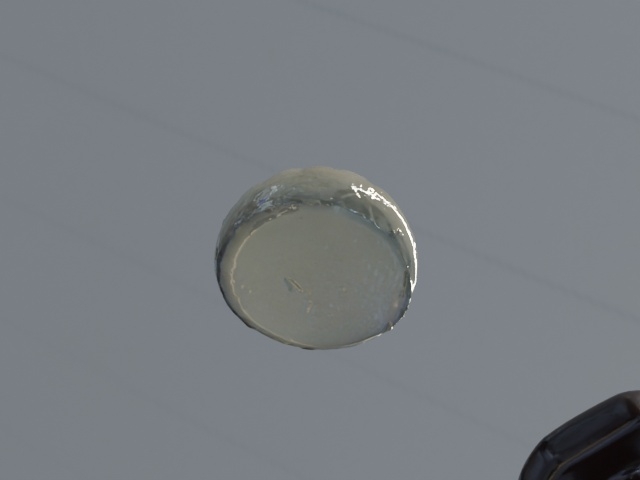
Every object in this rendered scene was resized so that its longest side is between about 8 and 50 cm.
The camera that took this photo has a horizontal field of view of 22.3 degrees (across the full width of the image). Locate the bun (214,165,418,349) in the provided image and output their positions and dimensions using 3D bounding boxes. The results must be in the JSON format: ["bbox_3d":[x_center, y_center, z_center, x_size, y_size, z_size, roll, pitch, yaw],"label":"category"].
[{"bbox_3d":[0.000,0.000,1.096,0.138,0.094,0.138,5,-47,5],"label":"bun"}]

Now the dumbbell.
[{"bbox_3d":[0.226,0.210,1.016,0.124,0.140,0.225,58,2,-42],"label":"dumbbell"}]
